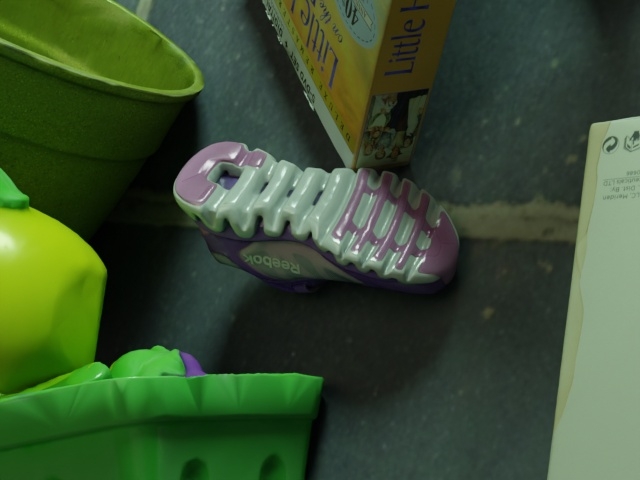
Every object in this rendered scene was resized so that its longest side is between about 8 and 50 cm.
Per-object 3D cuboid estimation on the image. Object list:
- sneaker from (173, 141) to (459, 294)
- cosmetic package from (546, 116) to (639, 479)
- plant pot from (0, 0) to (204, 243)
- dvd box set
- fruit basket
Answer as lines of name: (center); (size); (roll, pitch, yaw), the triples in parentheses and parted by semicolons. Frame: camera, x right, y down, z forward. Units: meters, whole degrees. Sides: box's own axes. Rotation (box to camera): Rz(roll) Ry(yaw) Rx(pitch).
sneaker: (0.000, 0.000, 1.350); (0.236, 0.104, 0.095); (16, 49, 21)
cosmetic package: (0.234, 0.090, 1.071); (0.113, 0.160, 0.309); (-3, 68, 39)
plant pot: (-0.344, -0.065, 1.502); (0.366, 0.366, 0.353); (42, 110, 42)
dvd box set: (0.029, -0.304, 1.297); (0.420, 0.062, 0.308); (104, 150, -48)
fruit basket: (-0.215, 0.115, 1.329); (0.392, 0.283, 0.392); (-4, 83, 35)
